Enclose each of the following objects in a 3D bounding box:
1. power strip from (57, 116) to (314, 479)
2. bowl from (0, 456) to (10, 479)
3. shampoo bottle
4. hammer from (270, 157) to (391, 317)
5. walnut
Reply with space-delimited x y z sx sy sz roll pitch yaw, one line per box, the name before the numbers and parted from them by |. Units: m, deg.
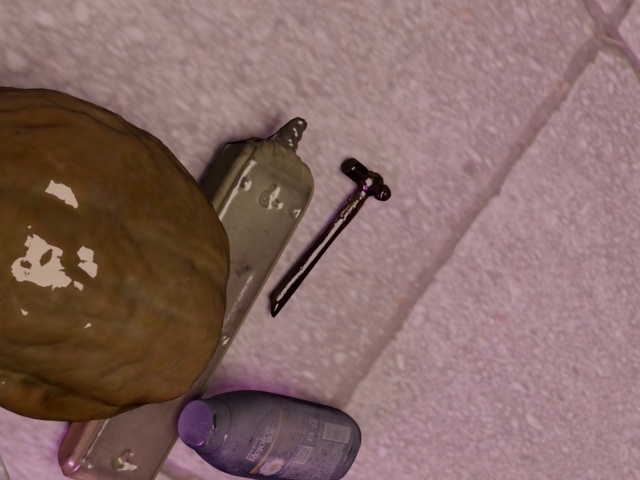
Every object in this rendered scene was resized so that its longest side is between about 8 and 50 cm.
power strip | -0.115 0.054 0.993 0.092 0.066 0.387 29 92 -34
bowl | -0.419 0.122 0.703 0.435 0.196 0.434 -8 130 -9
shampoo bottle | -0.046 0.193 1.051 0.234 0.049 0.087 23 93 -51
hammer | 0.000 0.000 1.073 0.178 0.021 0.065 -51 125 -5
walnut | -0.196 0.008 0.827 0.283 0.227 0.282 22 60 -45
